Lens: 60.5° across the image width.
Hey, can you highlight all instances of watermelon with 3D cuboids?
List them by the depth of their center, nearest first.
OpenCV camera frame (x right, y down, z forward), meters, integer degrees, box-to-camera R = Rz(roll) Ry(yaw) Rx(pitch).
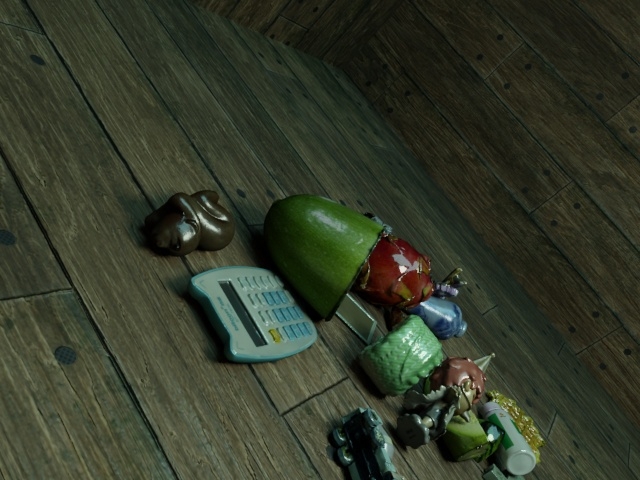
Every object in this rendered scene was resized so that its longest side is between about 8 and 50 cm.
[{"bbox_3d":[0.470,0.583,1.651,0.135,0.125,0.094,40,-11,29],"label":"watermelon"}]

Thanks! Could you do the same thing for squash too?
[{"bbox_3d":[-0.027,0.015,1.489,0.309,0.310,0.310,31,25,3],"label":"squash"},{"bbox_3d":[0.367,0.477,1.572,0.203,0.111,0.288,67,1,-57],"label":"squash"}]

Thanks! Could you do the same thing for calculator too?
[{"bbox_3d":[-0.143,0.171,1.308,0.256,0.054,0.386,55,25,18],"label":"calculator"}]

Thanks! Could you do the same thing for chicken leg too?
[{"bbox_3d":[0.281,0.306,1.754,0.234,0.063,0.105,53,19,17],"label":"chicken leg"}]

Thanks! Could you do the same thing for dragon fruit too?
[{"bbox_3d":[0.223,0.097,1.782,0.315,0.250,0.250,26,23,10],"label":"dragon fruit"}]

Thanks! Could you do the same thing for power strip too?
[{"bbox_3d":[0.530,0.707,1.558,0.145,0.061,0.216,47,24,11],"label":"power strip"}]

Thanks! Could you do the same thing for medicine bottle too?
[{"bbox_3d":[0.567,0.599,1.690,0.095,0.095,0.260,40,12,-15],"label":"medicine bottle"}]

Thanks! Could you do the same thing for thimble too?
[{"bbox_3d":[0.217,0.313,1.485,0.150,0.219,0.219,53,26,8],"label":"thimble"}]

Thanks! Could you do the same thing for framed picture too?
[{"bbox_3d":[0.092,0.218,1.650,0.183,0.011,0.142,45,25,-4],"label":"framed picture"}]

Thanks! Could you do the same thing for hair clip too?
[{"bbox_3d":[0.426,0.174,1.980,0.106,0.292,0.084,16,65,-13],"label":"hair clip"}]

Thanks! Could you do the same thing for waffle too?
[{"bbox_3d":[0.679,0.646,1.888,0.291,0.051,0.291,37,26,-22],"label":"waffle"}]

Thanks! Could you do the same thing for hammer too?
[{"bbox_3d":[0.228,0.031,2.098,0.152,0.044,0.427,35,28,-21],"label":"hammer"}]

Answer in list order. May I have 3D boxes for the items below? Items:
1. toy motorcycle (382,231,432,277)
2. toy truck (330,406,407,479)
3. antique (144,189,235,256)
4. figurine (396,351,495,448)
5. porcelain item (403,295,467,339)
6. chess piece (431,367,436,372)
[{"bbox_3d":[0.272,0.052,1.976,0.298,0.089,0.171,40,16,11],"label":"toy motorcycle"},{"bbox_3d":[0.122,0.483,1.207,0.140,0.108,0.256,40,20,-46],"label":"toy truck"},{"bbox_3d":[-0.299,-0.032,1.294,0.143,0.121,0.257,59,19,5],"label":"antique"},{"bbox_3d":[0.356,0.419,1.492,0.387,0.207,0.166,-24,70,-40],"label":"figurine"},{"bbox_3d":[0.395,0.256,1.933,0.259,0.141,0.141,31,28,-11],"label":"porcelain item"},{"bbox_3d":[0.415,0.447,1.757,0.122,0.066,0.066,42,25,-2],"label":"chess piece"}]
